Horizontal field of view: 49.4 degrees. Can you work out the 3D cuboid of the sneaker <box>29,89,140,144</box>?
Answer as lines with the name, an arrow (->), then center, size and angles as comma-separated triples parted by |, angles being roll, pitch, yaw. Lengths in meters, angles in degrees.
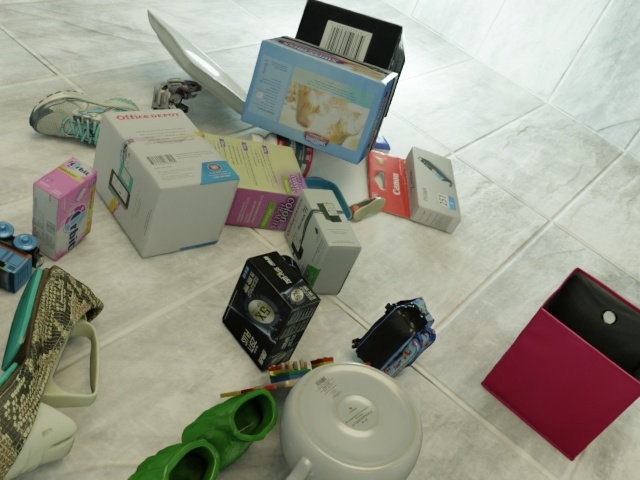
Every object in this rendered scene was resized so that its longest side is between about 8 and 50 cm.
sneaker -> -0.555, -0.287, 1.693 | 0.283, 0.110, 0.122 | -10, 51, -39

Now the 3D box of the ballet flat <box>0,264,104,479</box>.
ballet flat -> -0.439, 0.227, 1.080 | 0.182, 0.164, 0.482 | 31, 30, -19

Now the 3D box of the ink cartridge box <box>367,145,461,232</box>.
ink cartridge box -> 0.273, -0.172, 2.057 | 0.261, 0.066, 0.296 | 16, 41, -13

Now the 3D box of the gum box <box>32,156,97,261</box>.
gum box -> -0.503, -0.057, 1.364 | 0.062, 0.188, 0.107 | 31, 43, 7

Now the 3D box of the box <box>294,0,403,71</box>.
box -> 0.092, -0.551, 2.152 | 0.294, 0.212, 0.395 | 19, 4, 8

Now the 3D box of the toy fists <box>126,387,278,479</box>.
toy fists -> -0.186, 0.336, 1.091 | 0.279, 0.142, 0.096 | -35, 97, -50

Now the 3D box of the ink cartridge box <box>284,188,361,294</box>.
ink cartridge box -> 0.000, 0.000, 1.618 | 0.087, 0.153, 0.208 | 3, 40, -26

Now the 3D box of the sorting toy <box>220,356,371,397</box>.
sorting toy -> -0.048, 0.248, 1.285 | 0.275, 0.132, 0.046 | -2, 76, -32

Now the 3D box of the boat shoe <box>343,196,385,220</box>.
boat shoe -> 0.123, -0.092, 1.897 | 0.043, 0.049, 0.137 | 29, 39, 36

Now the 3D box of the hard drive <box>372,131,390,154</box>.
hard drive -> 0.043, -0.354, 2.191 | 0.319, 0.040, 0.210 | 2, 42, -29

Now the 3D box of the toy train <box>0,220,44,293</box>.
toy train -> -0.613, 0.018, 1.295 | 0.184, 0.080, 0.105 | 26, 41, 1

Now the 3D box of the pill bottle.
pill bottle -> -0.110, -0.234, 1.889 | 0.180, 0.108, 0.108 | 9, 38, -20

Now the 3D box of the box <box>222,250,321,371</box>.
box -> -0.100, 0.137, 1.356 | 0.077, 0.180, 0.147 | -15, 52, -44

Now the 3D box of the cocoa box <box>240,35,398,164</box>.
cocoa box -> 0.000, -0.385, 1.873 | 0.347, 0.231, 0.228 | 22, 22, 7

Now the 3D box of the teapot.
teapot -> 0.037, 0.346, 1.167 | 0.256, 0.187, 0.252 | 8, 39, -11

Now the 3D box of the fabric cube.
fabric cube -> 0.562, 0.263, 1.526 | 0.254, 0.258, 0.259 | 39, 38, 20

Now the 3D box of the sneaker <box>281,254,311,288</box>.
sneaker -> -0.058, 0.099, 1.508 | 0.081, 0.090, 0.232 | 10, 38, -21

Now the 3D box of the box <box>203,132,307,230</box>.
box -> -0.175, -0.143, 1.726 | 0.243, 0.117, 0.213 | 5, 40, -24

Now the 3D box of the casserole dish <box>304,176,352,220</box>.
casserole dish -> 0.012, -0.100, 1.852 | 0.114, 0.037, 0.188 | 3, 40, -27

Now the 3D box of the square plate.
square plate -> -0.330, -0.488, 2.010 | 0.344, 0.049, 0.347 | 33, 14, -49

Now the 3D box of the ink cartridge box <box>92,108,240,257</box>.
ink cartridge box -> -0.350, -0.136, 1.541 | 0.198, 0.197, 0.270 | -13, 50, -40

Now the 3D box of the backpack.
backpack -> 0.174, 0.199, 1.475 | 0.117, 0.158, 0.173 | 48, 29, 16

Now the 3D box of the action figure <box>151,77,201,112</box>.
action figure -> -0.385, -0.343, 1.815 | 0.099, 0.185, 0.285 | 17, 25, -9
